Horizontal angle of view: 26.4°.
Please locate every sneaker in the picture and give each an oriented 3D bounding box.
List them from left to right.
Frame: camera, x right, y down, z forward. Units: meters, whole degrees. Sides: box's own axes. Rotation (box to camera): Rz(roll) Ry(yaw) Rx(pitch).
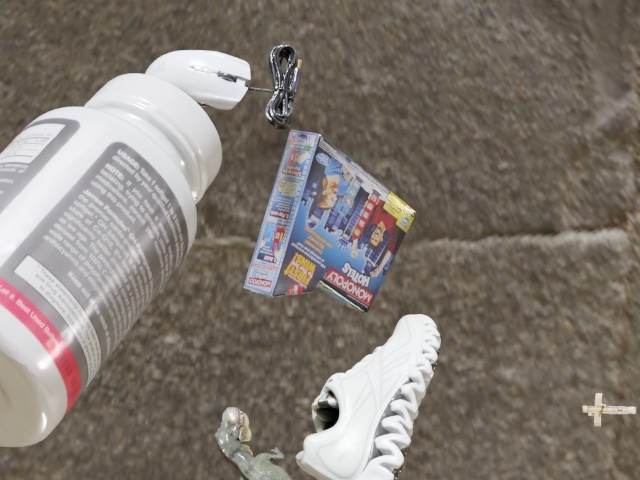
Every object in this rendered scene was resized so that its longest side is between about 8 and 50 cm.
[{"bbox_3d":[0.060,0.177,1.570,0.118,0.292,0.110,22,130,4],"label":"sneaker"}]

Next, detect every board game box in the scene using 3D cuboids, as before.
[{"bbox_3d":[0.000,0.000,1.641,0.194,0.060,0.194,37,75,-38],"label":"board game box"}]

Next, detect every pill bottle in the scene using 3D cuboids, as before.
[{"bbox_3d":[-0.212,0.001,1.130,0.176,0.318,0.176,19,138,18],"label":"pill bottle"}]

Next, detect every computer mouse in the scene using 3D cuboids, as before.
[{"bbox_3d":[-0.119,-0.183,1.562,0.193,0.042,0.106,6,68,15],"label":"computer mouse"}]

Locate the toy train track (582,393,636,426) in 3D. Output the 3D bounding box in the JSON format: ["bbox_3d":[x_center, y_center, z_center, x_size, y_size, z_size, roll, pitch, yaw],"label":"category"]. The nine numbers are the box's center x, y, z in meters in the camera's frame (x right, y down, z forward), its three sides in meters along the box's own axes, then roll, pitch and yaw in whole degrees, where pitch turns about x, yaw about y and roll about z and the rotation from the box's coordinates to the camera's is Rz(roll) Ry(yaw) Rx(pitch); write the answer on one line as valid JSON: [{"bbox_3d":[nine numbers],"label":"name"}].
[{"bbox_3d":[0.416,0.245,1.973,0.083,0.014,0.048,-4,77,38],"label":"toy train track"}]

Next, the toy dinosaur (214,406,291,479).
[{"bbox_3d":[-0.016,0.275,1.413,0.118,0.268,0.064,26,100,-47],"label":"toy dinosaur"}]
